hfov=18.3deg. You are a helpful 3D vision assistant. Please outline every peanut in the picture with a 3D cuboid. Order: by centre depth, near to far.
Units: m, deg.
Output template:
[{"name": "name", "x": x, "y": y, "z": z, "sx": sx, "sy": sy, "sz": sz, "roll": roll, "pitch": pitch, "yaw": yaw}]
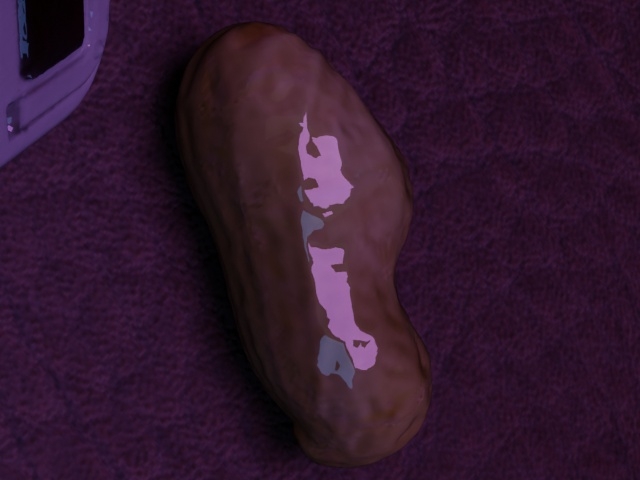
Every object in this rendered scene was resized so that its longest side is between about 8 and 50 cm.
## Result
[{"name": "peanut", "x": 0.000, "y": 0.000, "z": 1.366, "sx": 0.147, "sy": 0.147, "sz": 0.319, "roll": -22, "pitch": 97, "yaw": -37}]

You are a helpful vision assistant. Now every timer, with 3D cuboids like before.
[{"name": "timer", "x": -0.203, "y": -0.169, "z": 1.175, "sx": 0.237, "sy": 0.087, "sz": 0.262, "roll": -46, "pitch": 142, "yaw": -55}]
